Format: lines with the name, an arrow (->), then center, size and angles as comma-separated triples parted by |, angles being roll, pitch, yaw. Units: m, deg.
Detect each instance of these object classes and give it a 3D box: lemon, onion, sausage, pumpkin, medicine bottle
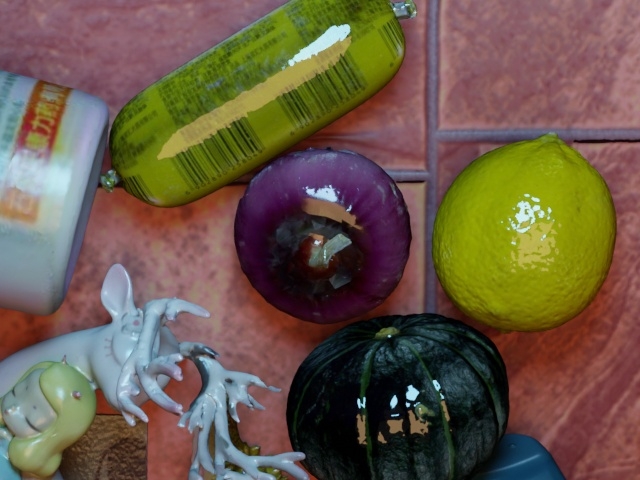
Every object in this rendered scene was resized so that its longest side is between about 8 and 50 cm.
lemon -> 0.198, -0.007, 1.623 | 0.178, 0.178, 0.203 | 12, 99, -5
onion -> 0.001, -0.004, 1.631 | 0.177, 0.153, 0.177 | 14, 138, 14
sausage -> -0.060, -0.141, 1.613 | 0.347, 0.123, 0.123 | -30, 100, 2
pumpkin -> 0.074, 0.160, 1.629 | 0.221, 0.220, 0.161 | -8, 108, -1
medicine bottle -> -0.407, -0.074, 1.565 | 0.388, 0.219, 0.219 | 13, 100, -4

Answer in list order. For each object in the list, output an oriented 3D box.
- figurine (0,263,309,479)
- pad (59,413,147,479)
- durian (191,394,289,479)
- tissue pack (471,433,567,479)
figurine -> -0.188, 0.180, 1.603 | 0.315, 0.284, 0.206 | -46, 130, 11
pad -> -0.291, 0.340, 1.754 | 0.220, 0.004, 0.330 | 1, 101, -2
durian -> -0.091, 0.264, 1.711 | 0.140, 0.078, 0.224 | -5, 102, -2
tissue pack -> 0.175, 0.338, 1.632 | 0.198, 0.287, 0.206 | -13, 113, -2
